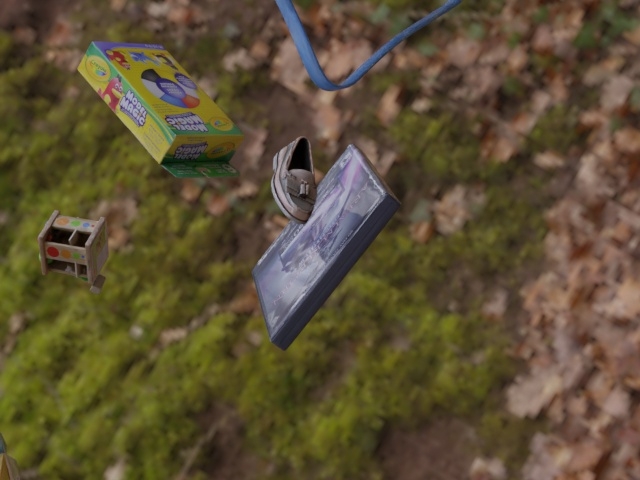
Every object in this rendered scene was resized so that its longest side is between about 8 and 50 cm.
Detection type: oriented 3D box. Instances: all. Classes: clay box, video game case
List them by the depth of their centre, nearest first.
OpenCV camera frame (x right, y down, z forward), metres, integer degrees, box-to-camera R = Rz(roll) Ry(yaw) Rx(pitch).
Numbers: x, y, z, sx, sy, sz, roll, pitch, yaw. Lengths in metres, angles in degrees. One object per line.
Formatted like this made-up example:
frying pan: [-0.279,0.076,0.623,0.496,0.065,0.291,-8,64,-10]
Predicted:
video game case: [0.000,0.000,1.745,0.196,0.026,0.274,-52,13,7]
clay box: [-0.192,-0.165,2.003,0.127,0.222,0.053,-6,-45,-51]

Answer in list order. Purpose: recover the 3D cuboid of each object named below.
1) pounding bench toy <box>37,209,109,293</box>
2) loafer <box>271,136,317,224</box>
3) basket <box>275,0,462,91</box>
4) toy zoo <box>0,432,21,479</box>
pounding bench toy: [-0.266,0.018,1.704,0.052,0.065,0.083,-69,-16,-51]
loafer: [-0.024,-0.065,1.625,0.039,0.045,0.125,-50,25,23]
basket: [0.029,-0.343,1.757,0.255,0.289,0.201,-39,16,-33]
toy zoo: [-0.293,0.324,1.546,0.192,0.030,0.293,177,79,-84]
